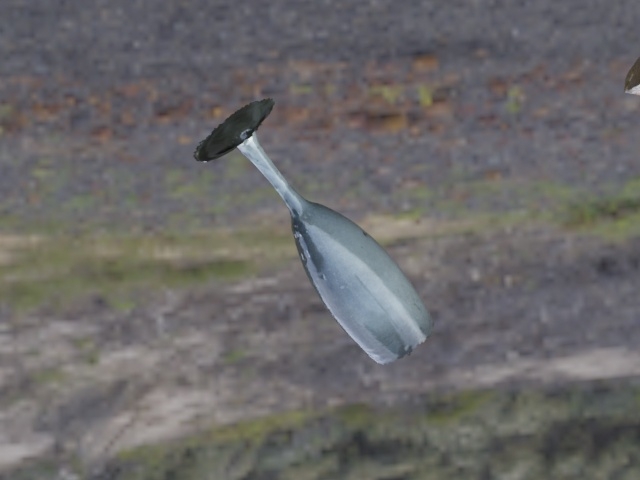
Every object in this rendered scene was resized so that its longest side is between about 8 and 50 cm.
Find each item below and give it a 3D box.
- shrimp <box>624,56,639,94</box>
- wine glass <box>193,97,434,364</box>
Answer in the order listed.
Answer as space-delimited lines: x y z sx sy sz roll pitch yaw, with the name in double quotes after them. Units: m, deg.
0.232 -0.116 0.940 0.115 0.051 0.217 -38 -177 -16 "shrimp"
0.000 0.000 1.164 0.066 0.066 0.198 -17 120 42 "wine glass"
